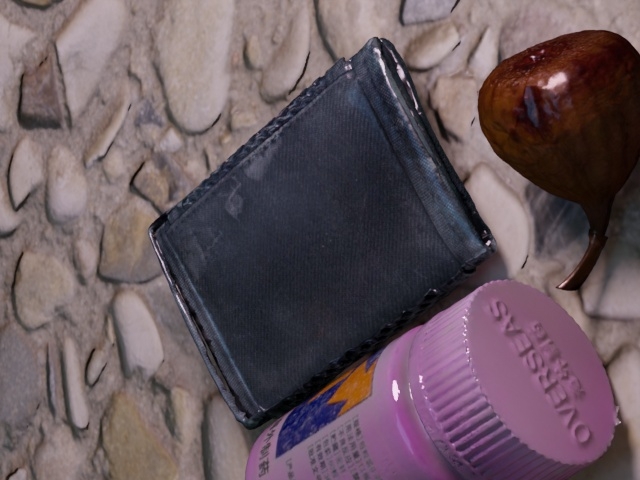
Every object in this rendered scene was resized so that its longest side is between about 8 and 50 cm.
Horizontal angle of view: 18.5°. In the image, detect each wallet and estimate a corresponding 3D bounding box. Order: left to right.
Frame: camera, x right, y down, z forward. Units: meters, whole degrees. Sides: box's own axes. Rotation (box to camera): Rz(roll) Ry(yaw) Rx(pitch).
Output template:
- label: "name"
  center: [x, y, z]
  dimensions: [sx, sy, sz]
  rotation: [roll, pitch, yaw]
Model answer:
- label: "wallet"
  center: [0.000, 0.000, 1.818]
  dimensions: [0.342, 0.075, 0.237]
  rotation: [-39, 68, 35]

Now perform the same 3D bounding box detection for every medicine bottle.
- label: "medicine bottle"
  center: [0.087, 0.171, 1.644]
  dimensions: [0.290, 0.178, 0.178]
  rotation: [-39, 62, 38]

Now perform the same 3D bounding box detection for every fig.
- label: "fig"
  center: [0.214, -0.064, 1.585]
  dimensions: [0.201, 0.133, 0.146]
  rotation: [70, 165, -7]
